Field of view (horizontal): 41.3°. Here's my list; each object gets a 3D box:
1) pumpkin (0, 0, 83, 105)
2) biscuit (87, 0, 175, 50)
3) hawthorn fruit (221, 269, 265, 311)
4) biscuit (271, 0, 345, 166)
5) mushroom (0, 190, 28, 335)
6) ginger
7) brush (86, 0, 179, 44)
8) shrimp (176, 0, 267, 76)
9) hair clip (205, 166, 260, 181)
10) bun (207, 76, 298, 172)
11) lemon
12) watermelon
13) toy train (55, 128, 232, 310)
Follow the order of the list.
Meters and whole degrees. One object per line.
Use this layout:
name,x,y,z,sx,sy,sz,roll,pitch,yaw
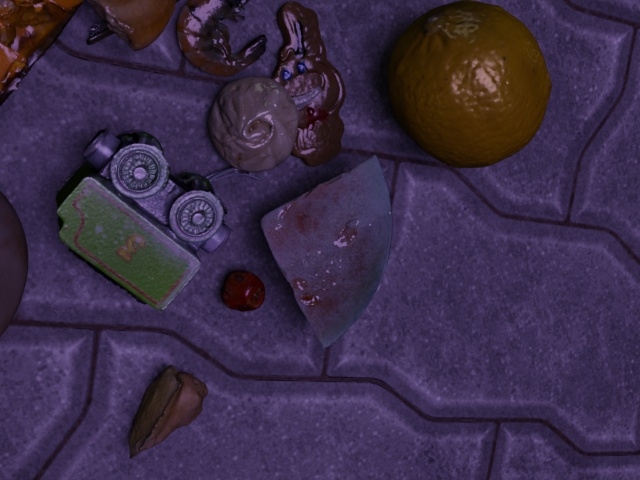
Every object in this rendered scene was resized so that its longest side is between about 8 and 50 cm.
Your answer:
pumpkin,-0.538,-0.322,1.310,0.225,0.256,0.303,45,39,-18
biscuit,-0.355,-0.469,1.422,0.274,0.091,0.213,35,59,-24
hawthorn fruit,-0.149,0.101,1.667,0.093,0.093,0.093,-5,102,-24
biscuit,-0.036,-0.304,1.669,0.183,0.047,0.319,-4,100,-27
mushroom,-0.652,0.042,1.342,0.362,0.294,0.362,-32,130,-47
ginger,-0.295,0.341,1.642,0.122,0.115,0.193,28,99,-42
brush,-0.336,-0.403,1.517,0.190,0.034,0.027,-31,95,-16
shrimp,-0.138,-0.434,1.594,0.296,0.058,0.169,-45,122,-7
hair clip,-0.166,-0.126,1.648,0.115,0.030,0.039,-14,107,-22
bun,-0.129,-0.215,1.585,0.183,0.102,0.183,0,100,1
lemon,0.293,-0.308,1.680,0.336,0.336,0.336,-5,102,-24
watermelon,0.000,0.000,1.659,0.258,0.228,0.387,13,103,-18
toy train,-0.325,-0.045,1.521,0.307,0.173,0.249,41,91,-26
